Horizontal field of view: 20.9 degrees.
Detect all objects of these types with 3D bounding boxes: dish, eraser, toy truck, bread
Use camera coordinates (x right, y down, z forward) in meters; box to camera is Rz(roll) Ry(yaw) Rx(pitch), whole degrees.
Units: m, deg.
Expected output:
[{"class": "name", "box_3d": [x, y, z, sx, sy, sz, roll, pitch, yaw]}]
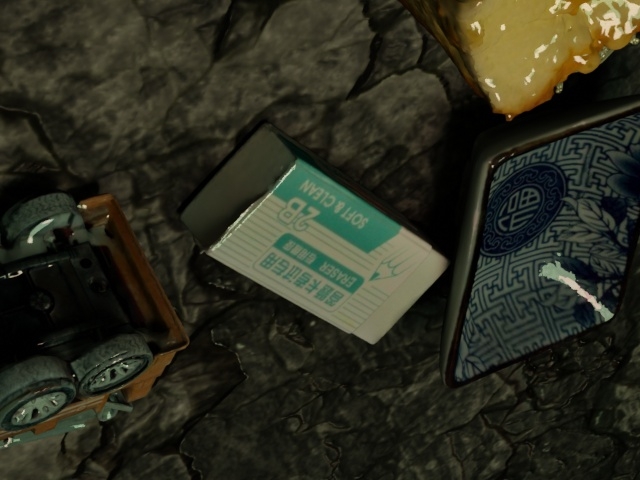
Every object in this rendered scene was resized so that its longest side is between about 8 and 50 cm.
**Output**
[{"class": "dish", "box_3d": [0.165, -0.015, 1.362, 0.182, 0.080, 0.243, -20, 137, -27]}, {"class": "eraser", "box_3d": [0.000, 0.000, 1.267, 0.095, 0.052, 0.225, -47, 142, 9]}, {"class": "toy truck", "box_3d": [-0.269, 0.098, 1.089, 0.338, 0.133, 0.184, -18, 156, -28]}, {"class": "bread", "box_3d": [0.089, -0.210, 0.928, 0.185, 0.274, 0.114, -32, 143, -5]}]

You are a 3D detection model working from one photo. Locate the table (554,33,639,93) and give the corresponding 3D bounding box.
[{"class": "table", "box_3d": [0.177, -0.163, 1.230, 0.079, 0.062, 0.083, -32, 144, -6]}]
